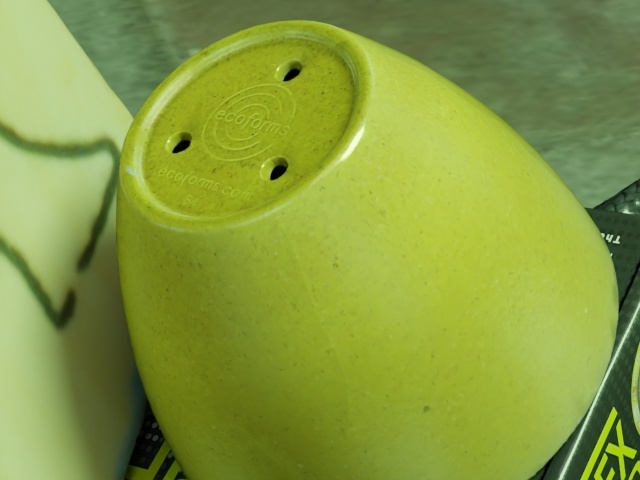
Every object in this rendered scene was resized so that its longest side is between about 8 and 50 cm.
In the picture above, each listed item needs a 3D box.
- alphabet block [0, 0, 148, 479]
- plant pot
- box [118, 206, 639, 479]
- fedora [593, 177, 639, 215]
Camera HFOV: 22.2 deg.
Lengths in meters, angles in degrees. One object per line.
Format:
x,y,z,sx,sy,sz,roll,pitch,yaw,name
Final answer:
-0.174,0.010,0.441,0.193,0.197,0.192,-7,49,25,alphabet block
0.000,0.000,0.425,0.134,0.095,0.134,-15,47,17,plant pot
-0.045,0.076,0.496,0.270,0.060,0.216,10,57,36,box
0.171,0.068,0.570,0.334,0.152,0.334,3,45,-3,fedora
